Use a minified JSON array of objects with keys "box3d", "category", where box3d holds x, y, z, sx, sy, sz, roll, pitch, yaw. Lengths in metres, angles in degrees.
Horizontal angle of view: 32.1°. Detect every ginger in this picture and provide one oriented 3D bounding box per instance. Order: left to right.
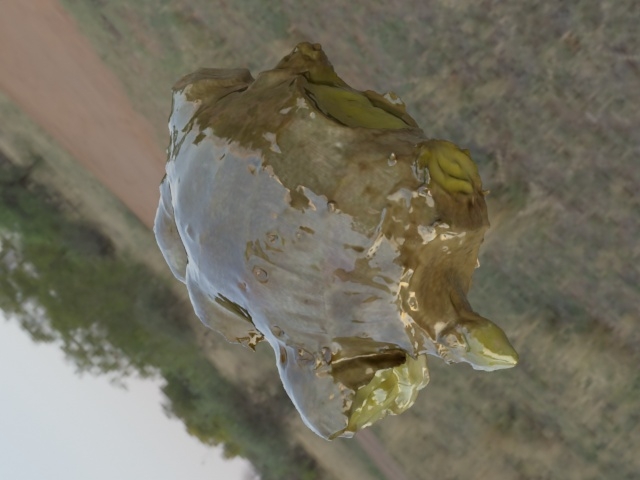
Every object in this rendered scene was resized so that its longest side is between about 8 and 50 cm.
[{"box3d":[0.000,0.000,0.501,0.216,0.157,0.102,34,-156,35],"category":"ginger"}]
